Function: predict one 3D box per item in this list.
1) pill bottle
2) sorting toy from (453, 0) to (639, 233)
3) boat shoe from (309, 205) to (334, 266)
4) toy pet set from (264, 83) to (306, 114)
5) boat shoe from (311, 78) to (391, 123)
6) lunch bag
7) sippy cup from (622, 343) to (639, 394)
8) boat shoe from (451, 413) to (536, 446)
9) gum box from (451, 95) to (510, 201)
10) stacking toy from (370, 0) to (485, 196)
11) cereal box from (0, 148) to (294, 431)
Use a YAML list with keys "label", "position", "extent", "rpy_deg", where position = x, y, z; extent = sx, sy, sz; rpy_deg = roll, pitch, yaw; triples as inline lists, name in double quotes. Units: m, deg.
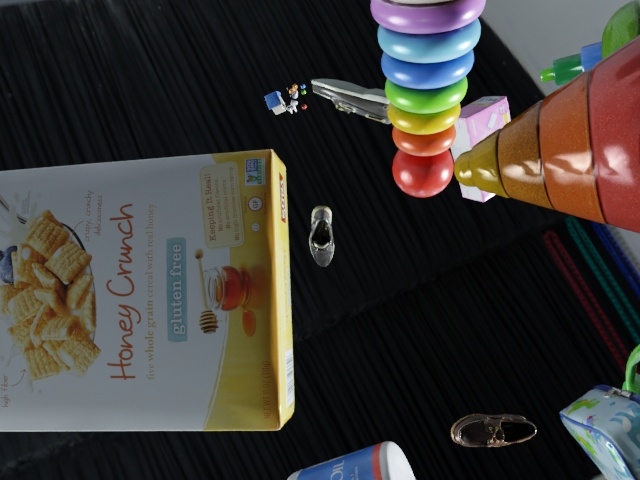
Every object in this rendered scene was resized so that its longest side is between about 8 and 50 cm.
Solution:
- label: "pill bottle"
  position: [0.022, 0.380, 0.702]
  extent: [0.222, 0.124, 0.124]
  rpy_deg: [-26, 168, 14]
- label: "sorting toy"
  position: [0.210, -0.115, 0.419]
  extent: [0.126, 0.127, 0.365]
  rpy_deg: [-6, -155, 35]
- label: "boat shoe"
  position: [0.000, 0.000, 1.054]
  extent: [0.056, 0.049, 0.152]
  rpy_deg: [0, 126, 6]
- label: "toy pet set"
  position: [-0.108, -0.450, 1.528]
  extent: [0.114, 0.122, 0.065]
  rpy_deg: [-19, 139, 15]
- label: "boat shoe"
  position: [0.076, -0.342, 1.201]
  extent: [0.081, 0.228, 0.068]
  rpy_deg: [-41, 145, -50]
- label: "lunch bag"
  position: [0.392, 0.279, 0.574]
  extent: [0.090, 0.219, 0.176]
  rpy_deg: [-35, 167, 0]
- label: "sippy cup"
  position: [0.604, 0.276, 0.697]
  extent: [0.224, 0.305, 0.240]
  rpy_deg: [-35, -152, 35]
- label: "boat shoe"
  position: [0.420, 0.457, 1.191]
  extent: [0.207, 0.073, 0.073]
  rpy_deg: [-3, 177, -18]
- label: "gum box"
  position: [0.326, -0.177, 0.983]
  extent: [0.107, 0.188, 0.062]
  rpy_deg: [-29, -153, -17]
- label: "stacking toy"
  position: [0.138, -0.201, 0.659]
  extent: [0.141, 0.141, 0.330]
  rpy_deg: [-23, 136, -15]
- label: "cereal box"
  position: [-0.141, 0.035, 0.330]
  extent: [0.240, 0.172, 0.047]
  rpy_deg: [-4, 174, 7]
